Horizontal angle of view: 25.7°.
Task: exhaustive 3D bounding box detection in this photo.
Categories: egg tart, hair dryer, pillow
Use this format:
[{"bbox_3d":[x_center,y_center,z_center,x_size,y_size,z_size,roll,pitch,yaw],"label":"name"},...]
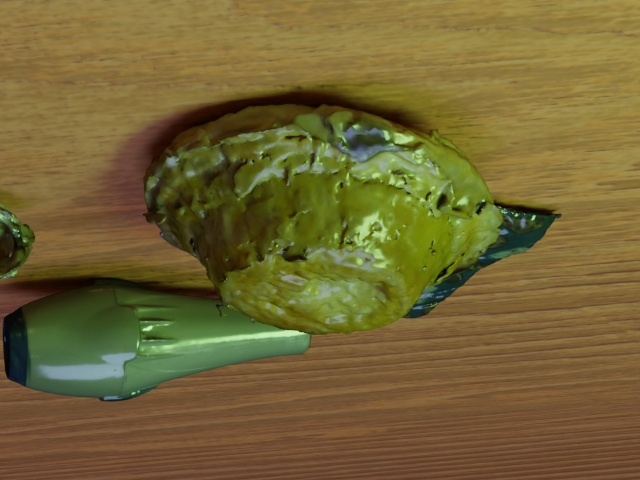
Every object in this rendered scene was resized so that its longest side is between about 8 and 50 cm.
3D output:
[{"bbox_3d":[0.000,0.000,1.121,0.294,0.116,0.295,2,151,1],"label":"egg tart"},{"bbox_3d":[-0.155,0.103,1.439,0.295,0.119,0.298,-5,173,2],"label":"hair dryer"},{"bbox_3d":[0.084,0.017,1.335,0.188,0.034,0.255,6,155,-29],"label":"pillow"}]

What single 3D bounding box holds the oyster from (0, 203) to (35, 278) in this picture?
[{"bbox_3d":[-0.318,0.005,1.139,0.177,0.105,0.056,-17,154,-32],"label":"oyster"}]
